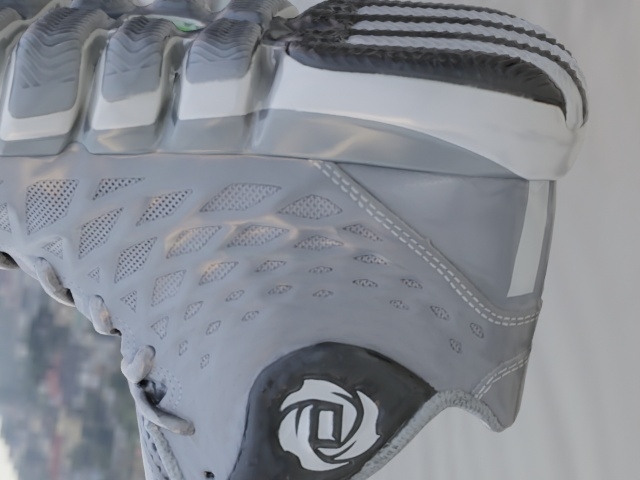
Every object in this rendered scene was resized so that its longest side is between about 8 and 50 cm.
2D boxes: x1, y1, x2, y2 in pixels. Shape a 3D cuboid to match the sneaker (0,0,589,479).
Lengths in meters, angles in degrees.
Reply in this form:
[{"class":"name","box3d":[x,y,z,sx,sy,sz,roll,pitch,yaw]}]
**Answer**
[{"class":"sneaker","box3d":[-0.058,0.009,0.425,0.086,0.228,0.132,-56,-30,-68]}]
